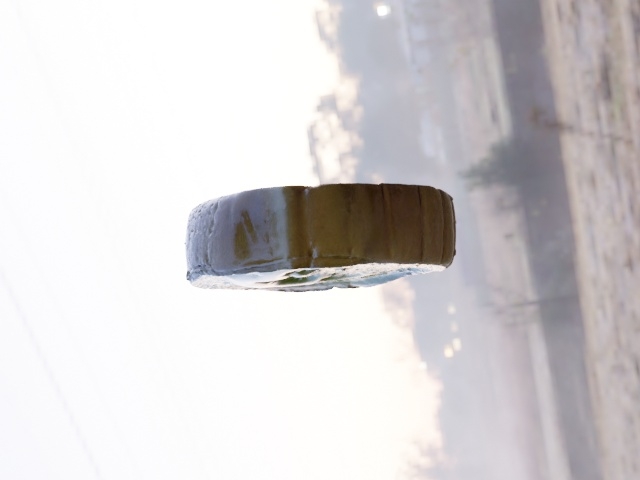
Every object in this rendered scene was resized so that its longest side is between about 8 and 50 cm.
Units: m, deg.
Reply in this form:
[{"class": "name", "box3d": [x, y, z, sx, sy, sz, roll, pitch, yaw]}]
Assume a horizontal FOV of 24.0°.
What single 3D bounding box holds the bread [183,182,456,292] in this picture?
[{"class": "bread", "box3d": [0.000, 0.000, 1.230, 0.236, 0.236, 0.070, 39, -134, -82]}]
